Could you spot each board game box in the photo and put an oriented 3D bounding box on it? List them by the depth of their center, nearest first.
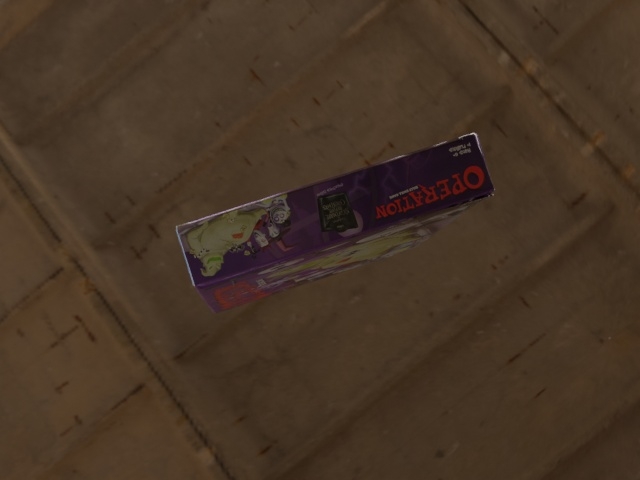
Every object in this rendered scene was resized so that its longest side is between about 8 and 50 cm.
[{"bbox_3d":[0.000,0.000,0.823,0.208,0.347,0.056,-14,-95,-5],"label":"board game box"}]
